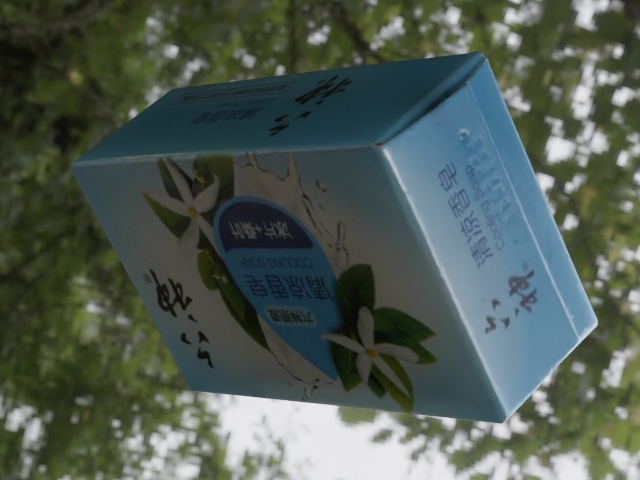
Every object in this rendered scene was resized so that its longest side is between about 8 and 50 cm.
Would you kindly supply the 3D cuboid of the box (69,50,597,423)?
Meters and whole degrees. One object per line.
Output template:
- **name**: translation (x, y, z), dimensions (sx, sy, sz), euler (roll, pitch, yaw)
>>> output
- **box**: translation (0.000, 0.000, 0.780), dimensions (0.232, 0.142, 0.083), euler (-1, -147, 47)
